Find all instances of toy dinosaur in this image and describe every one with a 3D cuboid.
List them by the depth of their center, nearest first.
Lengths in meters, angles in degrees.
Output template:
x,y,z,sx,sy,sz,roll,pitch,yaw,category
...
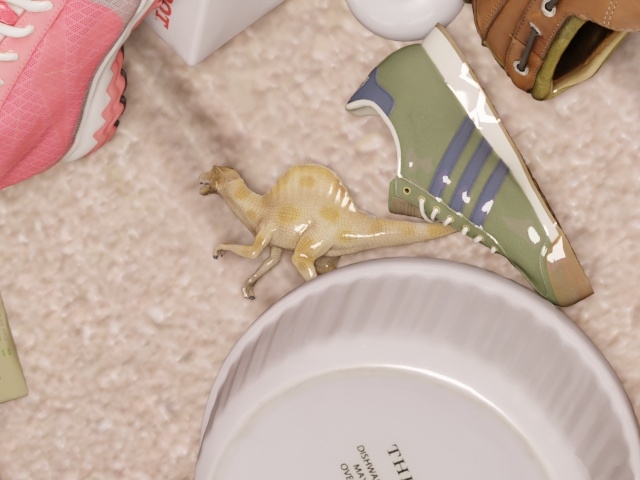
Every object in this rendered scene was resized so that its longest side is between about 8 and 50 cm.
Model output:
x,y,z,sx,sy,sz,roll,pitch,yaw,category
0.000,0.000,1.217,0.183,0.053,0.093,12,92,13,toy dinosaur

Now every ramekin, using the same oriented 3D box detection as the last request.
x,y,z,sx,sy,sz,roll,pitch,yaw,category
0.047,0.152,1.139,0.272,0.127,0.273,3,105,13,ramekin

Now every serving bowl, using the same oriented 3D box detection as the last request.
x,y,z,sx,sy,sz,roll,pitch,yaw,category
0.051,-0.166,1.217,0.083,0.027,0.083,0,91,14,serving bowl

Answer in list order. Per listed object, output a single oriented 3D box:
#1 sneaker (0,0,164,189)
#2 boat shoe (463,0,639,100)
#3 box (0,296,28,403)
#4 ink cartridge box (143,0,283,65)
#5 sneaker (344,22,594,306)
x,y,z,sx,sy,sz,roll,pitch,yaw,category
-0.171,-0.121,1.127,0.116,0.314,0.136,41,56,15,sneaker
0.181,-0.169,1.073,0.110,0.307,0.104,-20,82,-23,boat shoe
-0.301,0.018,1.190,0.117,0.243,0.214,-17,87,13,box
-0.118,-0.267,1.156,0.278,0.201,0.117,45,67,9,ink cartridge box
0.084,-0.031,1.189,0.086,0.064,0.192,-30,77,6,sneaker
